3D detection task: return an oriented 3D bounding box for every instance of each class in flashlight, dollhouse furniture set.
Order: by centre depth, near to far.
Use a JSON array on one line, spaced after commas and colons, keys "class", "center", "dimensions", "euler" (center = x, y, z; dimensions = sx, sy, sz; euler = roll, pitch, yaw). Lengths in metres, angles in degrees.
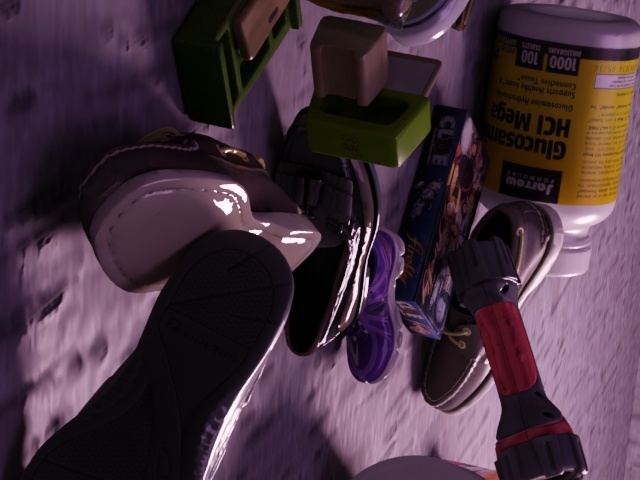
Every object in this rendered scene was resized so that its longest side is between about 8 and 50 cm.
[{"class": "dollhouse furniture set", "center": [-0.003, -0.227, 1.325], "dimensions": [0.301, 0.197, 0.151], "euler": [83, 27, -44]}, {"class": "flashlight", "center": [0.219, 0.143, 2.030], "dimensions": [0.103, 0.103, 0.304], "euler": [-43, -125, 49]}]

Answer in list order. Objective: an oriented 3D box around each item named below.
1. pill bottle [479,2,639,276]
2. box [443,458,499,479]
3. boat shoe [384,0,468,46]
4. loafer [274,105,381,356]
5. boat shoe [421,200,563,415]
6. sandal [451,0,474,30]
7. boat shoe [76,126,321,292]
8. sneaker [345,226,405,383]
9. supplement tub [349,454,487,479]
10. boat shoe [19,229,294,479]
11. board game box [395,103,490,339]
[{"class": "pill bottle", "center": [0.302, -0.131, 2.286], "dimensions": [0.188, 0.188, 0.334], "euler": [-28, 127, -66]}, {"class": "box", "center": [0.239, 0.450, 2.515], "dimensions": [0.300, 0.142, 0.154], "euler": [71, 34, -56]}, {"class": "boat shoe", "center": [0.102, -0.338, 1.752], "dimensions": [0.094, 0.109, 0.302], "euler": [44, 49, -50]}, {"class": "loafer", "center": [0.000, 0.000, 1.642], "dimensions": [0.084, 0.096, 0.267], "euler": [-53, 152, -40]}, {"class": "boat shoe", "center": [0.196, 0.084, 2.210], "dimensions": [0.091, 0.109, 0.305], "euler": [7, 116, -43]}, {"class": "sandal", "center": [0.135, -0.336, 1.896], "dimensions": [0.090, 0.060, 0.219], "euler": [-31, 116, -73]}, {"class": "boat shoe", "center": [-0.101, -0.028, 1.321], "dimensions": [0.116, 0.097, 0.324], "euler": [-40, 162, 13]}, {"class": "sneaker", "center": [0.044, 0.069, 1.880], "dimensions": [0.071, 0.068, 0.170], "euler": [-4, 97, -55]}, {"class": "supplement tub", "center": [0.131, 0.393, 2.018], "dimensions": [0.331, 0.241, 0.241], "euler": [61, 44, -62]}, {"class": "boat shoe", "center": [-0.121, 0.140, 1.271], "dimensions": [0.320, 0.118, 0.103], "euler": [-60, 171, -7]}, {"class": "board game box", "center": [0.142, -0.020, 2.113], "dimensions": [0.165, 0.042, 0.243], "euler": [51, 53, -67]}]
